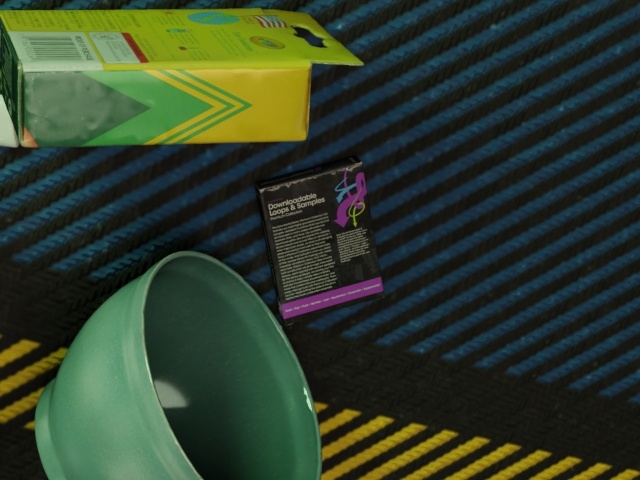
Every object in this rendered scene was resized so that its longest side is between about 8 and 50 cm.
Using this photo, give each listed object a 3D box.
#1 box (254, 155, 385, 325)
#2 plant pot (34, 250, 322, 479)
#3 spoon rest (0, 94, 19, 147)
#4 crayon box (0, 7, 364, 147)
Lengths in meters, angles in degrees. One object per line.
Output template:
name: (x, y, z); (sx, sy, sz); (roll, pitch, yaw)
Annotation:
box: (0.000, 0.000, 1.884); (0.116, 0.029, 0.162); (-15, 116, -12)
plant pot: (-0.161, 0.182, 1.790); (0.196, 0.293, 0.293); (-25, 120, 24)
spoon rest: (-0.372, -0.062, 1.635); (0.084, 0.276, 0.137); (4, 115, 16)
crayon box: (-0.138, -0.158, 1.681); (0.318, 0.202, 0.081); (-3, 112, -15)
